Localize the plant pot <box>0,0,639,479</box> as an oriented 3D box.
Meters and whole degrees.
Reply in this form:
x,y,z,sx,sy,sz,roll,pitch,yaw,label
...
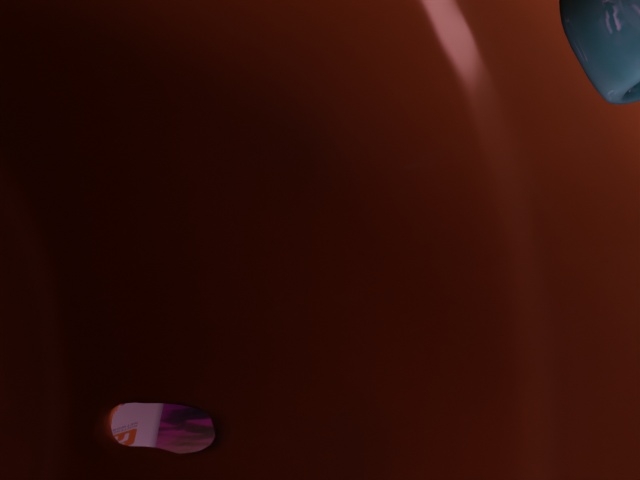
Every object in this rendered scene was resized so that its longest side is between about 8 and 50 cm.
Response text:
x,y,z,sx,sy,sz,roll,pitch,yaw,label
-0.057,0.039,0.387,0.203,0.291,0.291,-2,177,34,plant pot

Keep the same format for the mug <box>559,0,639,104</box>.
x,y,z,sx,sy,sz,roll,pitch,yaw,label
0.127,-0.077,0.387,0.157,0.129,0.097,10,166,-10,mug

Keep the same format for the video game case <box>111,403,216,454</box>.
x,y,z,sx,sy,sz,roll,pitch,yaw,label
0.022,0.038,0.762,0.232,0.042,0.210,-16,-159,9,video game case
